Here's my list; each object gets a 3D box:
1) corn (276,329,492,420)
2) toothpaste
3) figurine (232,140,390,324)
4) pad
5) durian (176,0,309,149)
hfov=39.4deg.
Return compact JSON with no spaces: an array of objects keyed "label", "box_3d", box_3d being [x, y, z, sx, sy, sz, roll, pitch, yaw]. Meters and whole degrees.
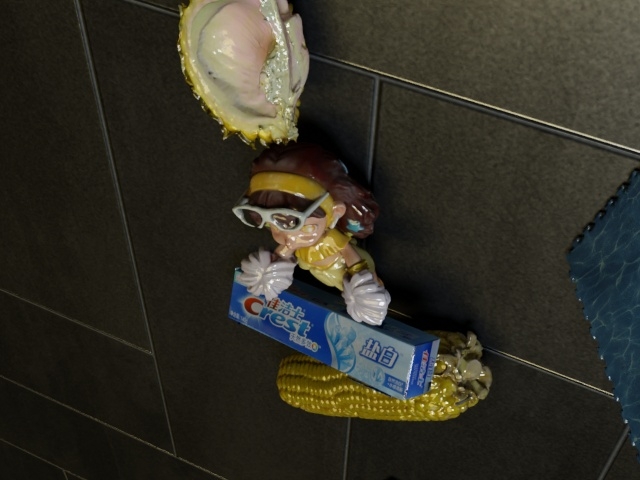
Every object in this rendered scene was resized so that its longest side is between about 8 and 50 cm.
[{"label":"corn","box_3d":[0.064,0.167,1.070,0.305,0.106,0.106,-13,124,44]},{"label":"toothpaste","box_3d":[0.006,0.098,1.004,0.272,0.053,0.066,20,108,39]},{"label":"figurine","box_3d":[0.000,-0.002,0.920,0.174,0.116,0.240,9,143,31]},{"label":"pad","box_3d":[0.289,0.050,0.686,0.012,0.269,0.270,0,145,-18]},{"label":"durian","box_3d":[-0.056,-0.192,0.785,0.140,0.078,0.224,30,134,24]}]
